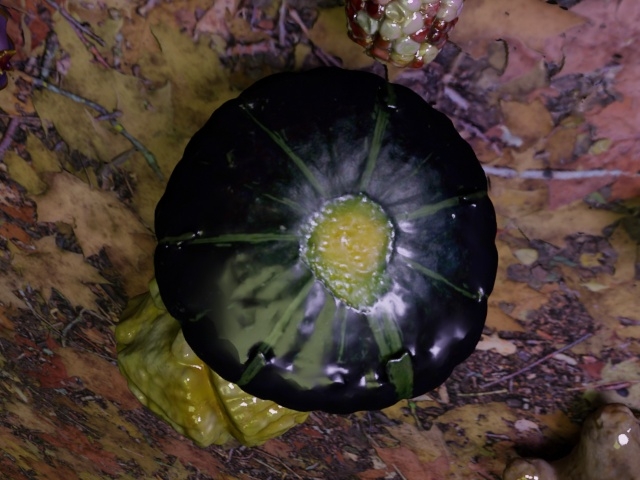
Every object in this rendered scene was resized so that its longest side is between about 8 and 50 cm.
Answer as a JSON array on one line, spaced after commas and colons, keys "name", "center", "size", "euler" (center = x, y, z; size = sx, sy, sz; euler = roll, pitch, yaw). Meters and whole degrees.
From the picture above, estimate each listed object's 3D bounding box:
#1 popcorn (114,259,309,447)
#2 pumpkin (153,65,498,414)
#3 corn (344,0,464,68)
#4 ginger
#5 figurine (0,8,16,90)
[{"name": "popcorn", "center": [-0.114, 0.121, 0.714], "size": [0.258, 0.224, 0.270], "euler": [46, 138, -7]}, {"name": "pumpkin", "center": [0.000, 0.000, 0.544], "size": [0.295, 0.296, 0.296], "euler": [13, 132, 14]}, {"name": "corn", "center": [0.082, -0.249, 0.394], "size": [0.092, 0.092, 0.281], "euler": [22, 133, 6]}, {"name": "ginger", "center": [0.340, 0.305, 0.727], "size": [0.221, 0.130, 0.276], "euler": [14, 127, 25]}, {"name": "figurine", "center": [-0.452, -0.228, 0.627], "size": [0.263, 0.142, 0.189], "euler": [14, 164, 12]}]
